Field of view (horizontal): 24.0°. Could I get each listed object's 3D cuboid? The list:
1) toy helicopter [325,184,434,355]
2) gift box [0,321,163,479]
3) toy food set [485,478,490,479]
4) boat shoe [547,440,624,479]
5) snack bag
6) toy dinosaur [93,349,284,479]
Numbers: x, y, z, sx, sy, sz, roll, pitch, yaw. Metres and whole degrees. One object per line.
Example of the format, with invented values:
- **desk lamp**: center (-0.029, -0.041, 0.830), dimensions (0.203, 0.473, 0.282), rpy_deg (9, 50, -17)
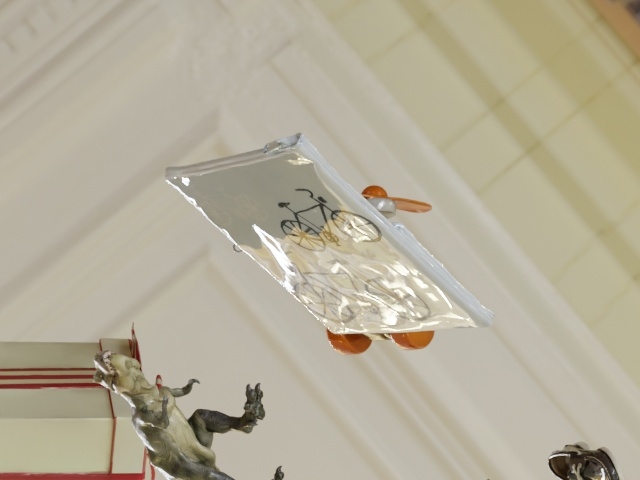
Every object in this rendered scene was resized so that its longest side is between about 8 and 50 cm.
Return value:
- **toy helicopter**: center (0.040, -0.012, 2.100), dimensions (0.140, 0.355, 0.235), rpy_deg (-8, -131, 38)
- **gift box**: center (-0.350, 0.264, 2.075), dimensions (0.276, 0.258, 0.255), rpy_deg (-111, -153, -59)
- **toy food set**: center (0.214, 0.403, 2.044), dimensions (0.132, 0.038, 0.192), rpy_deg (-44, -170, 7)
- **boat shoe**: center (0.252, 0.217, 1.434), dimensions (0.038, 0.046, 0.125), rpy_deg (-16, -173, -10)
- **snack bag**: center (0.000, 0.000, 1.783), dimensions (0.323, 0.342, 0.037), rpy_deg (-8, -135, 56)
- **toy dinosaur**: center (-0.095, 0.184, 1.270), dimensions (0.118, 0.268, 0.064), rpy_deg (-13, -154, 20)
